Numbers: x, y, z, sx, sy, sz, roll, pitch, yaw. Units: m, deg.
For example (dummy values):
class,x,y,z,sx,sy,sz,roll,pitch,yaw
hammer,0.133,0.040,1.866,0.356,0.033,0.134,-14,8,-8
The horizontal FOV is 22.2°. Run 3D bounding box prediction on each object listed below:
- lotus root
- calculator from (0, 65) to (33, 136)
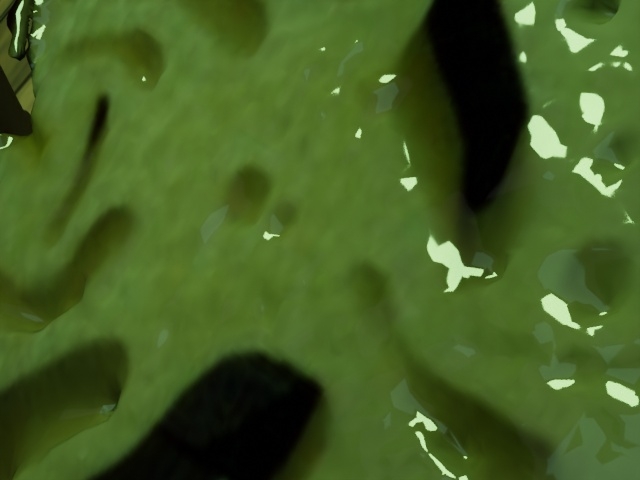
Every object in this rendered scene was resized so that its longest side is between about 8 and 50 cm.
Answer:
class,x,y,z,sx,sy,sz,roll,pitch,yaw
lotus root,0.000,0.000,0.523,0.390,0.111,0.375,-56,40,7
calculator,-0.156,-0.018,0.682,0.032,0.175,0.100,25,69,18
